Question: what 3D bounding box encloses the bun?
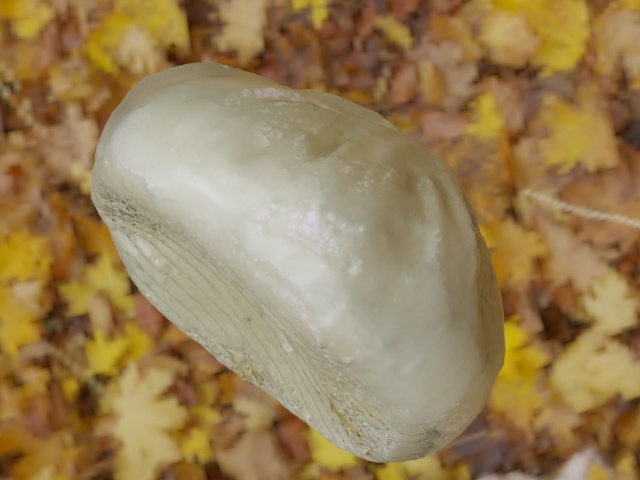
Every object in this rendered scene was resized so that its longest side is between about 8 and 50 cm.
[{"bbox_3d":[0.000,0.000,0.755,0.183,0.102,0.183,38,161,15],"label":"bun"}]
